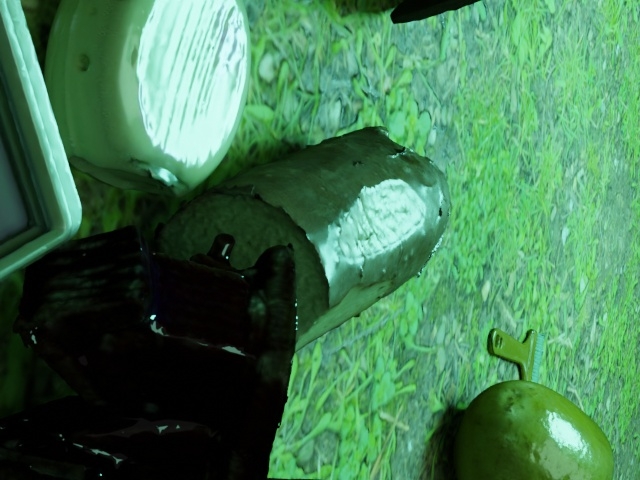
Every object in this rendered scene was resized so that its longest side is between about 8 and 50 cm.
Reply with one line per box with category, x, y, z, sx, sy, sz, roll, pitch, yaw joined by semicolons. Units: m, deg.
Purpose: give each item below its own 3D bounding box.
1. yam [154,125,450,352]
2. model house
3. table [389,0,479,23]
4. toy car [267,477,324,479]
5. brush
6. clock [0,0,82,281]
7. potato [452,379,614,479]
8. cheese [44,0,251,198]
yam;-0.001;-0.002;0.629;0.238;0.129;0.128;-29;104;-57
model house;-0.104;0.087;0.468;0.164;0.141;0.203;10;102;-16
table;0.154;-0.359;0.756;0.317;0.317;0.249;-43;117;-48
toy car;-0.048;0.331;0.624;0.141;0.097;0.321;26;72;-57
brush;0.265;0.151;1.204;0.218;0.010;0.082;25;74;-56
clock;-0.198;-0.031;0.344;0.192;0.071;0.147;-40;128;-49
potato;0.226;0.235;1.025;0.203;0.178;0.158;-42;118;-17
cheese;-0.085;-0.139;0.522;0.137;0.064;0.227;36;65;-59
